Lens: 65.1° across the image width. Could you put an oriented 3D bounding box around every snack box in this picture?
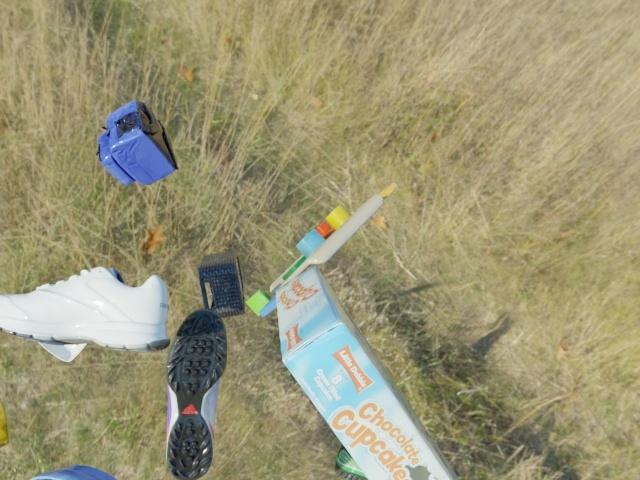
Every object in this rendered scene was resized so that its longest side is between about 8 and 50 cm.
[{"bbox_3d":[0.068,0.187,0.488,0.060,0.187,0.322,-33,102,0],"label":"snack box"}]

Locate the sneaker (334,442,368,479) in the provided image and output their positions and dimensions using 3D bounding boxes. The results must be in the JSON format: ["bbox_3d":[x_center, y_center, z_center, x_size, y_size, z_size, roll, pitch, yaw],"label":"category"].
[{"bbox_3d":[0.220,0.724,1.620,0.344,0.134,0.146,10,91,11],"label":"sneaker"}]

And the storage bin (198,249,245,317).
[{"bbox_3d":[-0.225,0.099,1.156,0.084,0.180,0.122,-9,100,-8],"label":"storage bin"}]

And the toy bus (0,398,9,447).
[{"bbox_3d":[-0.590,0.290,0.762,0.191,0.104,0.202,16,33,-6],"label":"toy bus"}]

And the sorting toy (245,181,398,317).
[{"bbox_3d":[0.000,0.000,0.842,0.047,0.196,0.348,48,57,-3],"label":"sorting toy"}]

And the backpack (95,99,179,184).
[{"bbox_3d":[-0.289,-0.155,0.776,0.101,0.098,0.120,-23,49,1],"label":"backpack"}]

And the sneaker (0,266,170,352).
[{"bbox_3d":[-0.379,0.105,0.799,0.297,0.111,0.129,5,75,-1],"label":"sneaker"}]

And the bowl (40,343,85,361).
[{"bbox_3d":[-0.782,0.284,1.548,0.142,0.053,0.142,40,90,-7],"label":"bowl"}]

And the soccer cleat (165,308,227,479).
[{"bbox_3d":[-0.243,0.283,0.960,0.109,0.116,0.318,4,92,-16],"label":"soccer cleat"}]

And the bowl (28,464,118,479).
[{"bbox_3d":[-0.461,0.634,0.991,0.391,0.391,0.077,47,22,12],"label":"bowl"}]
